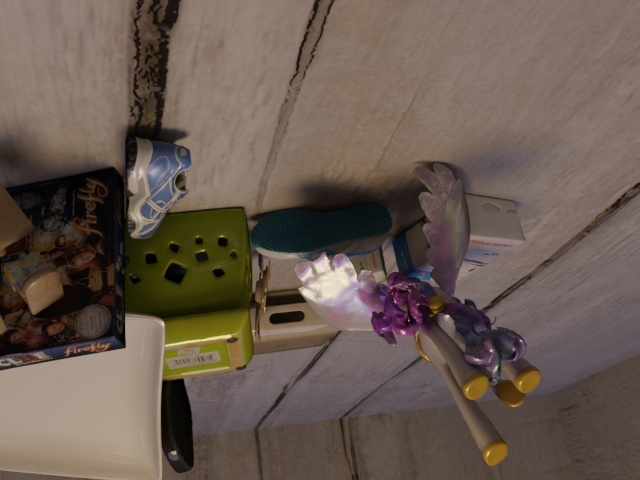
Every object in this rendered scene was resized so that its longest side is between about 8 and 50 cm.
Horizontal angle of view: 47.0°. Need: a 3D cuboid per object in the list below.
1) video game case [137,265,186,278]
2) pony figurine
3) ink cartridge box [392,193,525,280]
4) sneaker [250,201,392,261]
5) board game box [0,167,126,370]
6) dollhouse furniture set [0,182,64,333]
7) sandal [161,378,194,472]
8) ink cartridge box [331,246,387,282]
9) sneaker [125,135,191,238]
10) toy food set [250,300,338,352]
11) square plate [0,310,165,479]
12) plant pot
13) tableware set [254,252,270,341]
[{"bbox_3d":[-0.269,0.087,1.393,0.119,0.015,0.166,-24,153,29],"label":"video game case"},{"bbox_3d":[0.165,0.113,1.121,0.302,0.363,0.351,-32,133,-8],"label":"pony figurine"},{"bbox_3d":[0.242,0.001,1.306,0.139,0.082,0.190,5,154,-31],"label":"ink cartridge box"},{"bbox_3d":[0.000,0.000,1.195,0.228,0.087,0.092,-5,150,-13],"label":"sneaker"},{"bbox_3d":[-0.333,0.032,0.935,0.165,0.243,0.042,-11,151,3],"label":"board game box"},{"bbox_3d":[-0.439,0.013,0.788,0.242,0.212,0.161,-36,168,-26],"label":"dollhouse furniture set"},{"bbox_3d":[-0.302,0.273,1.328,0.107,0.446,0.168,-18,115,-9],"label":"sandal"},{"bbox_3d":[0.050,0.037,1.303,0.122,0.089,0.052,-13,154,7],"label":"ink cartridge box"},{"bbox_3d":[-0.217,-0.061,0.978,0.081,0.080,0.211,-1,157,-15],"label":"sneaker"},{"bbox_3d":[-0.093,0.190,1.636,0.219,0.092,0.306,-6,165,-11],"label":"toy food set"},{"bbox_3d":[-0.395,0.212,1.060,0.344,0.049,0.347,6,125,-4],"label":"square plate"},{"bbox_3d":[-0.214,0.099,1.175,0.228,0.207,0.227,-8,152,-7],"label":"plant pot"},{"bbox_3d":[-0.097,0.078,1.237,0.020,0.169,0.141,3,142,-2],"label":"tableware set"}]
